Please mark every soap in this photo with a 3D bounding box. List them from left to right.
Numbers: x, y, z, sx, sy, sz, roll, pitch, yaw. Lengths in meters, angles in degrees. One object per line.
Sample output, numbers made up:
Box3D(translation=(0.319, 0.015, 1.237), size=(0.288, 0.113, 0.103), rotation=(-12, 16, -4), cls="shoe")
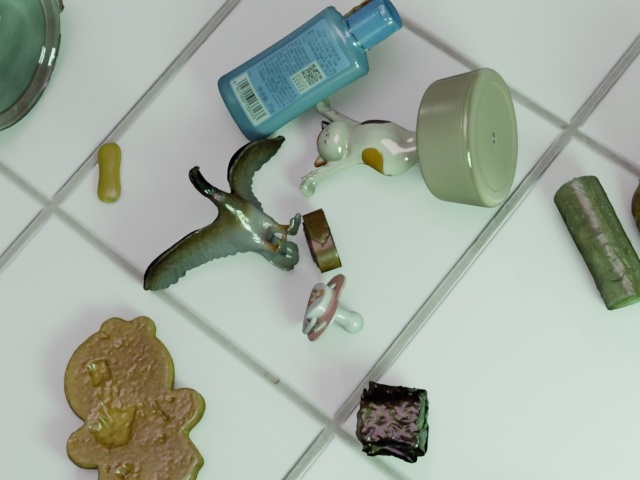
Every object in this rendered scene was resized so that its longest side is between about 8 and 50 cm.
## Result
Box3D(translation=(-0.288, -0.093, 1.844), size=(0.034, 0.012, 0.089), rotation=(-6, 69, 6), cls="soap")

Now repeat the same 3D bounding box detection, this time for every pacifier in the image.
Box3D(translation=(0.018, 0.094, 1.710), size=(0.078, 0.081, 0.099), rotation=(28, 49, -16), cls="pacifier")

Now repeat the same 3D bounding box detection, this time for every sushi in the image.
Box3D(translation=(0.088, 0.224, 1.627), size=(0.084, 0.094, 0.098), rotation=(5, 71, 12), cls="sushi")

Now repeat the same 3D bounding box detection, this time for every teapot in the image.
Box3D(translation=(-0.527, -0.325, 1.876), size=(0.312, 0.233, 0.315), rotation=(22, 45, 20), cls="teapot")

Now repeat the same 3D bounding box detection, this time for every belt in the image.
Box3D(translation=(0.000, 0.000, 1.741), size=(0.036, 0.059, 0.083), rotation=(-19, 69, 0), cls="belt")

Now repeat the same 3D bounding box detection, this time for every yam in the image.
Box3D(translation=(0.353, 0.004, 1.686), size=(0.068, 0.068, 0.169), rotation=(-23, 72, 0), cls="yam")

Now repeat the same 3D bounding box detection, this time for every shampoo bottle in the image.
Box3D(translation=(-0.009, -0.234, 1.778), size=(0.258, 0.061, 0.104), rotation=(-30, 85, 20), cls="shampoo bottle")

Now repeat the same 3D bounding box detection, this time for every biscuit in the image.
Box3D(translation=(-0.241, 0.214, 1.710), size=(0.184, 0.035, 0.249), rotation=(-24, 67, -2), cls="biscuit")

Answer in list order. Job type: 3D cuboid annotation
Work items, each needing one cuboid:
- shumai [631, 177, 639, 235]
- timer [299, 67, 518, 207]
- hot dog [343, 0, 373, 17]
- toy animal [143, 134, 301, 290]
Box3D(translation=(0.514, -0.050, 1.579), size=(0.267, 0.262, 0.314), rotation=(-23, 70, 0), cls="shumai")
Box3D(translation=(0.102, -0.126, 1.747), size=(0.266, 0.175, 0.175), rotation=(-1, 68, 28), cls="timer")
Box3D(translation=(0.030, -0.269, 1.836), size=(0.169, 0.061, 0.078), rotation=(-24, 34, 21), cls="hot dog")
Box3D(translation=(-0.099, -0.042, 1.712), size=(0.160, 0.197, 0.272), rotation=(27, 71, 14), cls="toy animal")
